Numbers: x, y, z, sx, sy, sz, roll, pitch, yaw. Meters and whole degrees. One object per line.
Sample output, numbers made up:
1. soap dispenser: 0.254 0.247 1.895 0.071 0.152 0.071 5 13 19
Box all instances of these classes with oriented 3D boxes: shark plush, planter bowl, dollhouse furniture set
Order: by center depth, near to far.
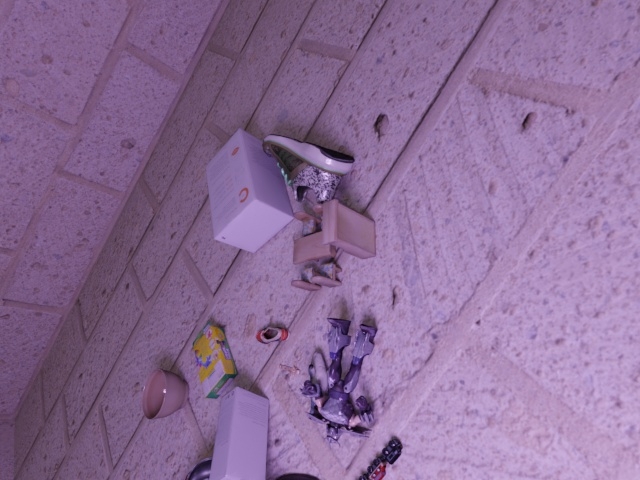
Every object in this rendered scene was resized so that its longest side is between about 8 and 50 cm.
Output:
1. shark plush: -0.004 0.365 1.030 0.067 0.073 0.162 -179 85 -65
2. dollhouse furniture set: 0.000 0.000 1.075 0.242 0.160 0.212 -17 62 40
3. planter bowl: -0.530 0.533 1.420 0.162 0.109 0.162 -19 61 38

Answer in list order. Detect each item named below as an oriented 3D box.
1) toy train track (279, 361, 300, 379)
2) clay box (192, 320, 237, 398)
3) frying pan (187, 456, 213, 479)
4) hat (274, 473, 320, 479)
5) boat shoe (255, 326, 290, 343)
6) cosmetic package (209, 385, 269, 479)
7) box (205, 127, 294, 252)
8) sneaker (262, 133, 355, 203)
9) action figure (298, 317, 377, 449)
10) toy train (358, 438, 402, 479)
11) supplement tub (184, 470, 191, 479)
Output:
1. toy train track: -0.089 0.354 1.124 0.083 0.014 0.048 -3 71 45
2. clay box: -0.354 0.387 1.347 0.127 0.053 0.222 -50 44 18
3. frying pan: -0.303 0.723 1.085 0.197 0.053 0.326 35 99 6
4. hat: -0.118 0.646 0.882 0.331 0.134 0.331 -34 27 21
5. boat shoe: -0.149 0.276 1.196 0.136 0.043 0.049 -15 65 42
6. cosmetic package: -0.204 0.512 1.054 0.085 0.117 0.231 -41 29 27
7. box: -0.251 -0.170 1.393 0.215 0.168 0.346 -38 49 27
8. sneaker: -0.075 -0.216 1.266 0.410 0.157 0.182 29 106 50
9. action figure: 0.045 0.327 0.931 0.185 0.099 0.285 8 82 22
10. toy train: 0.120 0.482 0.855 0.036 0.027 0.158 43 105 34
11. supplement tub: -0.370 0.768 1.165 0.106 0.106 0.198 28 94 47
